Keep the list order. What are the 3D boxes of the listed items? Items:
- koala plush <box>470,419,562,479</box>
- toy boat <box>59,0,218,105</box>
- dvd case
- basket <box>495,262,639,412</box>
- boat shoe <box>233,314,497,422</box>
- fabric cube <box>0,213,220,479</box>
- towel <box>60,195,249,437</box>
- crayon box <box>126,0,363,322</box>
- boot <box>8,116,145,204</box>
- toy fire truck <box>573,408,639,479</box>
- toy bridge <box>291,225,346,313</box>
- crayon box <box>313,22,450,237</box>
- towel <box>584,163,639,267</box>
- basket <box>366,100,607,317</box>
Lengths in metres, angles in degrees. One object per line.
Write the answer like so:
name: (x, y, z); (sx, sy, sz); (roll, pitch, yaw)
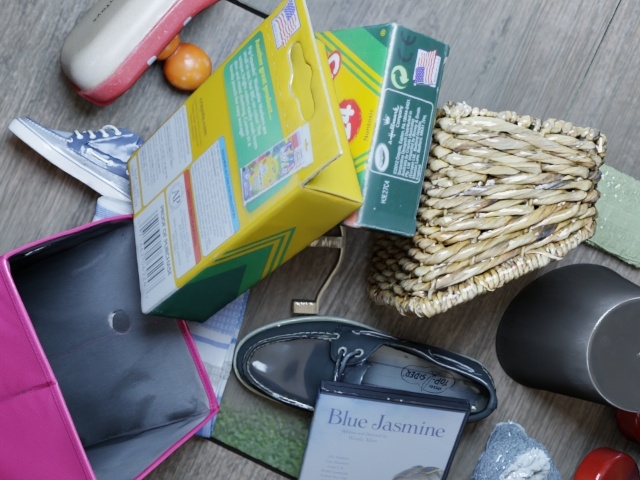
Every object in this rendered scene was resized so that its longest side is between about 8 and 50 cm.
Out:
koala plush: (0.229, 0.342, 1.064); (0.203, 0.196, 0.221); (11, 95, 5)
toy boat: (-0.191, -0.242, 1.045); (0.231, 0.151, 0.151); (-49, 125, -1)
dvd case: (0.067, 0.282, 1.066); (0.180, 0.022, 0.253); (9, 122, -5)
basket: (0.336, 0.120, 1.041); (0.204, 0.227, 0.154); (-32, 94, -2)
boat shoe: (0.060, 0.175, 1.076); (0.340, 0.113, 0.127); (15, 91, -5)
fabric cube: (-0.310, 0.145, 0.935); (0.258, 0.254, 0.259); (-20, 94, 22)
towel: (-0.201, 0.098, 1.066); (0.209, 0.034, 0.285); (14, 103, -5)
crayon box: (-0.075, -0.075, 0.886); (0.083, 0.323, 0.203); (14, 53, -40)
boot: (-0.281, -0.114, 1.067); (0.190, 0.069, 0.086); (35, 84, -14)
toy fire truck: (0.477, 0.318, 1.094); (0.254, 0.169, 0.302); (49, 68, -30)
toy bridge: (0.000, 0.000, 1.109); (0.063, 0.026, 0.188); (4, 92, -7)
crayon box: (-0.011, -0.122, 0.964); (0.081, 0.318, 0.202); (10, 90, -36)
towel: (0.385, -0.037, 1.140); (0.148, 0.027, 0.110); (23, 89, -4)
basket: (0.188, -0.015, 0.988); (0.213, 0.299, 0.223); (9, 88, -8)
